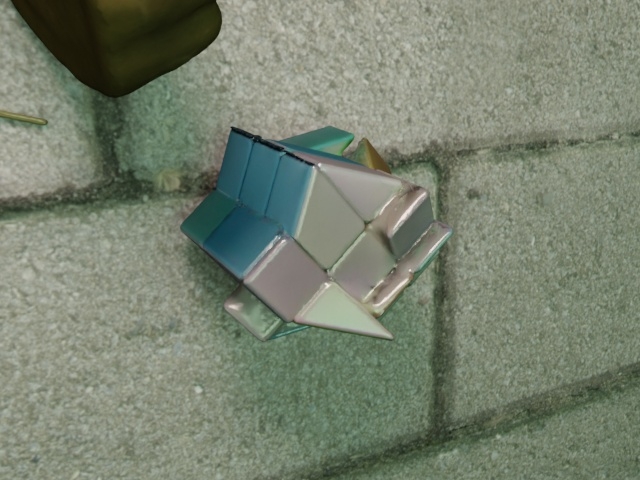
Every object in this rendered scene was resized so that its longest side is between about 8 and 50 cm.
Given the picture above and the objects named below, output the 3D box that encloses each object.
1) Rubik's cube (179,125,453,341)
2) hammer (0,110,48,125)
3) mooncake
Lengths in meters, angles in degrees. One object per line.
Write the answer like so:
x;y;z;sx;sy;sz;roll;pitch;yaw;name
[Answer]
0.000;0.000;1.170;0.358;0.387;0.368;-48;126;-6;Rubik's cube
-0.489;-0.198;1.054;0.195;0.028;0.060;7;95;-33;hammer
-0.278;-0.378;0.915;0.201;0.378;0.378;-35;119;-22;mooncake
